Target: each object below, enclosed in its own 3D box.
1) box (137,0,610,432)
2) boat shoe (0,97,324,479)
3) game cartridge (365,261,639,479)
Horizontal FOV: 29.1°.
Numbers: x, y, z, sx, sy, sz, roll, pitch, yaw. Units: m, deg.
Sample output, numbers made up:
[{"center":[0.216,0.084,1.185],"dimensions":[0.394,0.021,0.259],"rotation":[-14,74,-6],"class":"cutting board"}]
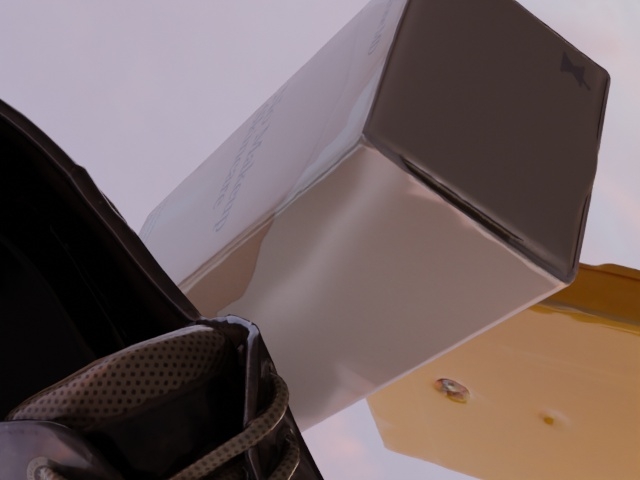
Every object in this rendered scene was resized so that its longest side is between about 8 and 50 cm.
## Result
[{"center":[0.000,0.000,0.665],"dimensions":[0.121,0.311,0.148],"rotation":[34,-131,-17],"class":"box"},{"center":[-0.069,0.085,0.389],"dimensions":[0.132,0.130,0.355],"rotation":[-28,-119,-33],"class":"boat shoe"},{"center":[0.170,0.105,0.859],"dimensions":[0.053,0.323,0.285],"rotation":[-63,-28,-30],"class":"game cartridge"}]
